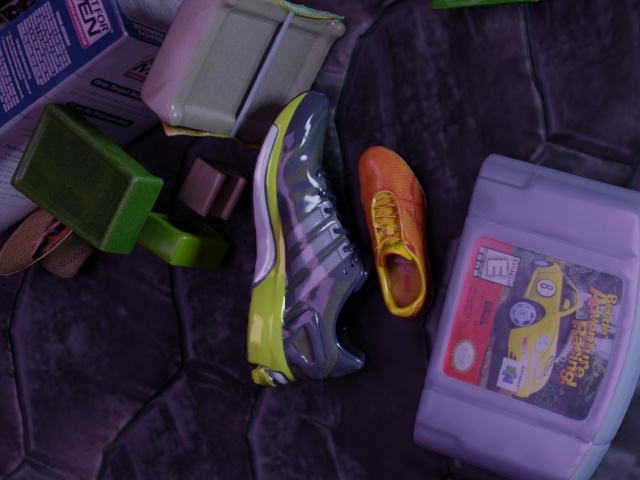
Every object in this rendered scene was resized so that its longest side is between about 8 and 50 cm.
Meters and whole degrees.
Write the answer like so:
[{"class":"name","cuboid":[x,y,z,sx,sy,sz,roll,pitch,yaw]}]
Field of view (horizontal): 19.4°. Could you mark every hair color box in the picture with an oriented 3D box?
[{"class":"hair color box","cuboid":[-0.290,-0.146,1.977,0.347,0.174,0.105,-32,66,25]}]

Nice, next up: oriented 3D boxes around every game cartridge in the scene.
[{"class":"game cartridge","cuboid":[0.209,0.082,1.755,0.196,0.060,0.294,16,96,25]}]

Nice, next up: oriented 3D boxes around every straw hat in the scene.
[{"class":"straw hat","cuboid":[-0.281,0.008,2.030,0.144,0.144,0.061,-30,117,26]}]

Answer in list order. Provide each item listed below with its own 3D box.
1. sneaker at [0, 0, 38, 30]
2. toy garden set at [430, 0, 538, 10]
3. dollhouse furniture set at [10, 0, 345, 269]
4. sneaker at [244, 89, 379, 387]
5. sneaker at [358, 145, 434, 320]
[{"class":"sneaker","cuboid":[-0.301,-0.228,2.028,0.271,0.108,0.100,-38,69,22]},{"class":"toy garden set","cuboid":[0.121,-0.345,1.825,0.204,0.049,0.244,-1,88,28]},{"class":"dollhouse furniture set","cuboid":[-0.142,-0.140,1.887,0.151,0.197,0.301,37,106,34]},{"class":"sneaker","cuboid":[0.000,0.000,1.861,0.121,0.111,0.300,3,92,15]},{"class":"sneaker","cuboid":[0.076,-0.010,1.820,0.064,0.067,0.175,-17,82,12]}]
